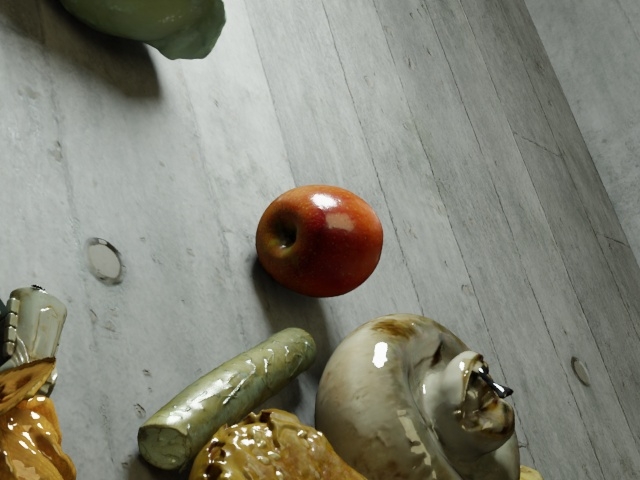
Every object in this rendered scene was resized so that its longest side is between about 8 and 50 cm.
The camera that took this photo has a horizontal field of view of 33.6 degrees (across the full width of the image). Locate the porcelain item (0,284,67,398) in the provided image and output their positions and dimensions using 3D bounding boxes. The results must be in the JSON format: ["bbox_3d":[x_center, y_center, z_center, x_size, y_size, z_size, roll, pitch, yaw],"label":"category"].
[{"bbox_3d":[-0.326,0.153,1.168,0.084,0.054,0.213,40,35,-37],"label":"porcelain item"}]

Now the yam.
[{"bbox_3d":[-0.111,0.197,1.411,0.083,0.083,0.371,57,30,1],"label":"yam"}]

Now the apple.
[{"bbox_3d":[0.000,0.000,1.638,0.168,0.181,0.181,16,50,-52],"label":"apple"}]

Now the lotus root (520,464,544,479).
[{"bbox_3d":[0.309,0.471,1.681,0.160,0.146,0.284,36,36,0],"label":"lotus root"}]

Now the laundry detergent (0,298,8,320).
[{"bbox_3d":[-0.421,0.000,1.158,0.226,0.070,0.099,53,25,-5],"label":"laundry detergent"}]

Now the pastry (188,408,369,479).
[{"bbox_3d":[-0.041,0.362,1.272,0.311,0.162,0.255,49,41,7],"label":"pastry"}]

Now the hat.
[{"bbox_3d":[-0.291,0.261,0.994,0.233,0.244,0.233,-35,104,-49],"label":"hat"}]

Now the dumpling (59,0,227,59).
[{"bbox_3d":[-0.295,-0.407,1.596,0.320,0.212,0.270,15,12,-31],"label":"dumpling"}]

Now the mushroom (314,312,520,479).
[{"bbox_3d":[0.169,0.266,1.523,0.362,0.294,0.362,37,34,-31],"label":"mushroom"}]
